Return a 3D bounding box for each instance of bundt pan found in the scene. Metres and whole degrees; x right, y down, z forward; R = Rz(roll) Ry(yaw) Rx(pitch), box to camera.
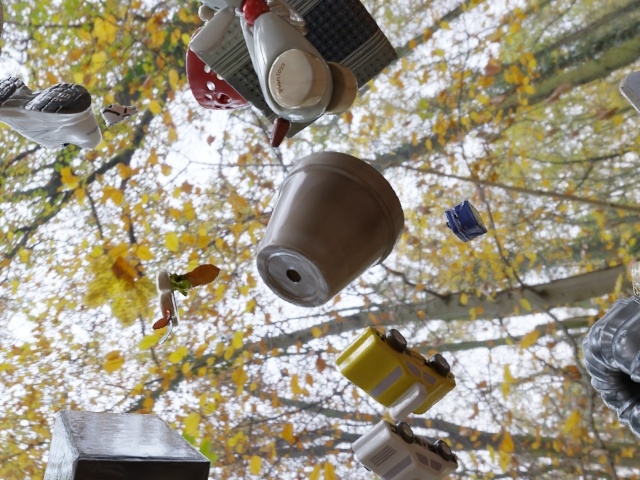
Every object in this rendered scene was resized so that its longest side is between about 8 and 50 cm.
[{"bbox_3d":[0.652,0.281,1.159,0.124,0.331,0.331,-28,-83,-9],"label":"bundt pan"}]

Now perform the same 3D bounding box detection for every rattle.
[{"bbox_3d":[-0.267,0.125,1.182,0.142,0.199,0.130,5,-80,-18],"label":"rattle"}]

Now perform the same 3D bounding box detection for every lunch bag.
[{"bbox_3d":[0.311,-0.039,1.271,0.098,0.065,0.067,30,-143,-50],"label":"lunch bag"}]

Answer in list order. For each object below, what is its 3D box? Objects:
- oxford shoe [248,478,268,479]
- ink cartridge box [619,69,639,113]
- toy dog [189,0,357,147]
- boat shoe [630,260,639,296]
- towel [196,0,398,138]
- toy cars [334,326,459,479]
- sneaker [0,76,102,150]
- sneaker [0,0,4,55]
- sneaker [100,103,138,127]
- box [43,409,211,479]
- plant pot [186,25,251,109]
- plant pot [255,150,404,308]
[{"bbox_3d":[-0.053,0.653,1.267,0.140,0.146,0.397,-43,-67,-36],"label":"oxford shoe"},{"bbox_3d":[0.342,0.013,0.300,0.271,0.130,0.310,-17,-127,-1],"label":"ink cartridge box"},{"bbox_3d":[-0.094,-0.280,0.932,0.220,0.161,0.334,16,-147,-45],"label":"toy dog"},{"bbox_3d":[0.386,0.051,0.675,0.135,0.045,0.050,18,-111,-38],"label":"boat shoe"},{"bbox_3d":[-0.050,-0.393,1.204,0.312,0.324,0.056,39,-151,-38],"label":"towel"},{"bbox_3d":[0.133,0.291,0.902,0.087,0.176,0.394,-103,2,-55],"label":"toy cars"},{"bbox_3d":[-0.560,-0.235,1.138,0.129,0.296,0.111,80,-150,-47],"label":"sneaker"},{"bbox_3d":[-0.289,-0.158,0.441,0.094,0.258,0.091,-35,-97,-28],"label":"sneaker"},{"bbox_3d":[-0.434,-0.281,1.268,0.044,0.040,0.109,60,-157,-14],"label":"sneaker"},{"bbox_3d":[-0.367,0.483,1.026,0.211,0.395,0.294,12,-99,-26],"label":"box"},{"bbox_3d":[-0.190,-0.395,1.355,0.191,0.173,0.191,8,-90,-72],"label":"plant pot"},{"bbox_3d":[0.000,0.000,1.371,0.323,0.323,0.280,50,-134,-17],"label":"plant pot"}]
